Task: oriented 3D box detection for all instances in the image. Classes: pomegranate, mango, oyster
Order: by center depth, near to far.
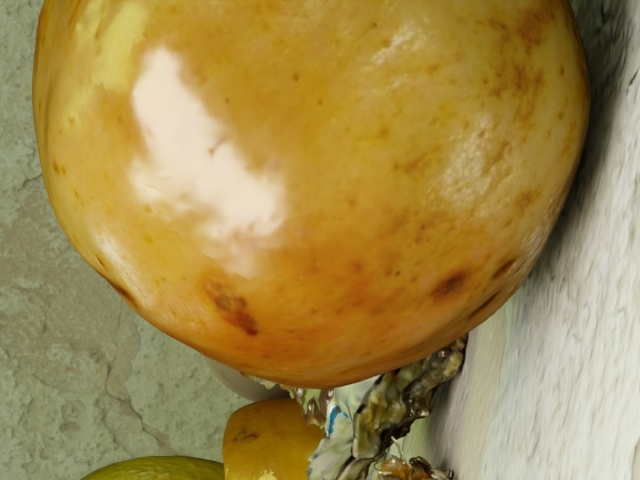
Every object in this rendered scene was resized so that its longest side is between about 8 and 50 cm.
[{"bbox_3d":[0.011,-0.112,1.254,0.410,0.410,0.410,-169,90,-85],"label":"pomegranate"},{"bbox_3d":[0.055,0.118,1.591,0.223,0.083,0.214,-63,1,-21],"label":"oyster"},{"bbox_3d":[-0.033,0.239,2.044,0.252,0.154,0.126,-152,47,-77],"label":"mango"}]

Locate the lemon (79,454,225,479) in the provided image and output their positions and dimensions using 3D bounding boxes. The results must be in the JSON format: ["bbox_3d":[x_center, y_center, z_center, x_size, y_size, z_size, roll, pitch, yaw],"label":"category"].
[{"bbox_3d":[-0.174,0.406,2.211,0.348,0.348,0.348,-169,90,-85],"label":"lemon"}]

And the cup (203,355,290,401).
[{"bbox_3d":[-0.023,0.105,2.190,0.200,0.192,0.252,127,124,-71],"label":"cup"}]

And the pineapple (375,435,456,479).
[{"bbox_3d":[0.052,0.261,1.437,0.135,0.080,0.233,121,162,-72],"label":"pineapple"}]

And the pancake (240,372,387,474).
[{"bbox_3d":[0.021,0.104,1.876,0.266,0.057,0.244,-30,71,36],"label":"pancake"}]
